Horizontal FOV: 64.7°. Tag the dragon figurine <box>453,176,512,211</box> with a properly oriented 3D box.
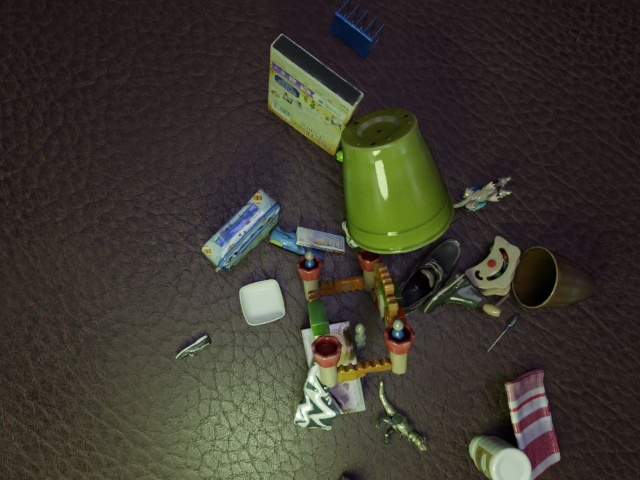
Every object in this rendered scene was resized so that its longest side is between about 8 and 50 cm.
[{"bbox_3d":[0.569,-0.156,1.848,0.289,0.144,0.085,-22,87,12],"label":"dragon figurine"}]

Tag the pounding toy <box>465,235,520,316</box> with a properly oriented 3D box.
[{"bbox_3d":[0.613,0.134,1.824,0.154,0.155,0.270,18,70,26],"label":"pounding toy"}]

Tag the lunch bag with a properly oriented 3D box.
[{"bbox_3d":[-0.259,-0.025,1.677,0.115,0.243,0.303,42,80,1],"label":"lunch bag"}]

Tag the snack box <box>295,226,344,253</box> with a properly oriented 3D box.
[{"bbox_3d":[0.000,0.000,1.774,0.178,0.022,0.064,13,53,-18],"label":"snack box"}]

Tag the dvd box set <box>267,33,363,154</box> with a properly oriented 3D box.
[{"bbox_3d":[-0.033,-0.456,1.664,0.307,0.420,0.062,37,78,1],"label":"dvd box set"}]

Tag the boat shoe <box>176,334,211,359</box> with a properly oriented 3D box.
[{"bbox_3d":[-0.429,0.371,1.712,0.125,0.046,0.038,-34,82,-17],"label":"boat shoe"}]

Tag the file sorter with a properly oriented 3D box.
[{"bbox_3d":[0.140,-0.792,1.876,0.170,0.118,0.104,38,78,0],"label":"file sorter"}]

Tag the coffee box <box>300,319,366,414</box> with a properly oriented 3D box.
[{"bbox_3d":[0.039,0.431,1.707,0.168,0.119,0.298,-9,83,-6],"label":"coffee box"}]

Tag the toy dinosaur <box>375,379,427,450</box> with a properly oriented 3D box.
[{"bbox_3d":[0.250,0.626,1.733,0.118,0.064,0.268,-36,86,-23],"label":"toy dinosaur"}]

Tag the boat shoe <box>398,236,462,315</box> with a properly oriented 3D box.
[{"bbox_3d":[0.380,0.132,1.771,0.132,0.130,0.355,42,81,1],"label":"boat shoe"}]

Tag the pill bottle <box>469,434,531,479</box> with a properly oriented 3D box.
[{"bbox_3d":[0.580,0.720,1.664,0.131,0.229,0.131,1,83,-5],"label":"pill bottle"}]

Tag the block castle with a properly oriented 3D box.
[{"bbox_3d":[0.100,0.205,1.579,0.302,0.453,0.213,-8,127,-4],"label":"block castle"}]

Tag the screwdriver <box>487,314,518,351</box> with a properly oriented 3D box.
[{"bbox_3d":[0.661,0.339,1.829,0.025,0.024,0.170,39,87,-28],"label":"screwdriver"}]

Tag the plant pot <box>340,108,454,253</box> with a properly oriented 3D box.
[{"bbox_3d":[0.220,-0.212,1.612,0.366,0.366,0.353,-26,128,-8],"label":"plant pot"}]

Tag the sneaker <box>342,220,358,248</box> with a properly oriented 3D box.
[{"bbox_3d":[0.108,-0.022,1.811,0.040,0.044,0.109,-25,87,-10],"label":"sneaker"}]

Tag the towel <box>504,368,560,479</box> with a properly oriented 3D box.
[{"bbox_3d":[0.727,0.623,1.722,0.237,0.037,0.329,-4,82,-42],"label":"towel"}]

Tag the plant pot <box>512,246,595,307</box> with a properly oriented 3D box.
[{"bbox_3d":[0.844,0.147,1.791,0.230,0.215,0.216,11,82,-19],"label":"plant pot"}]

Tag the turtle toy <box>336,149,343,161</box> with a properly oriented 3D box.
[{"bbox_3d":[0.122,-0.317,1.833,0.130,0.095,0.066,-1,104,-5],"label":"turtle toy"}]

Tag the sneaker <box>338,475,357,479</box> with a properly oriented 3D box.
[{"bbox_3d":[0.105,0.948,1.655,0.182,0.127,0.316,18,88,-6],"label":"sneaker"}]

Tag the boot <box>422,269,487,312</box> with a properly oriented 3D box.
[{"bbox_3d":[0.464,0.217,1.758,0.137,0.077,0.198,46,111,13],"label":"boot"}]

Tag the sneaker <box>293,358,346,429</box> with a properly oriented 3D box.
[{"bbox_3d":[0.019,0.486,1.592,0.152,0.094,0.235,18,84,0],"label":"sneaker"}]

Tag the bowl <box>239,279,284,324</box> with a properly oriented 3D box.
[{"bbox_3d":[-0.202,0.214,1.747,0.142,0.053,0.142,-14,84,-8],"label":"bowl"}]

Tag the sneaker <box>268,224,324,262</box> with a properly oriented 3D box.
[{"bbox_3d":[-0.076,0.011,1.778,0.209,0.069,0.082,24,77,-2],"label":"sneaker"}]
